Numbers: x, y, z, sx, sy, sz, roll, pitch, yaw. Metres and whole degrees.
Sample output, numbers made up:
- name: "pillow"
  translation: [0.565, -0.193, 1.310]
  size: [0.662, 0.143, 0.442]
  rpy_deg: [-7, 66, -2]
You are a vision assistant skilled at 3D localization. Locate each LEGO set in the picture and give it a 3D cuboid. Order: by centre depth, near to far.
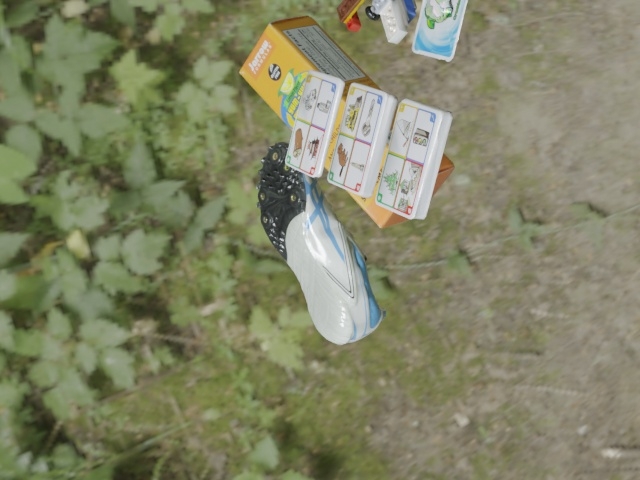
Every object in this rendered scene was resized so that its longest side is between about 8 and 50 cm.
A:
- name: "LEGO set"
  translation: [0.063, -0.150, 1.015]
  size: [0.182, 0.060, 0.244]
  rpy_deg: [26, 105, 56]

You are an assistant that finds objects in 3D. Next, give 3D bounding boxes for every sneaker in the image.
- name: "sneaker"
  translation: [0.000, 0.000, 1.580]
  size: [0.085, 0.086, 0.237]
  rpy_deg: [-23, 90, 44]

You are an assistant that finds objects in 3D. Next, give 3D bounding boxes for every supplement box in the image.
- name: "supplement box"
  translation: [0.024, -0.123, 1.435]
  size: [0.233, 0.080, 0.078]
  rpy_deg: [49, 128, 20]
